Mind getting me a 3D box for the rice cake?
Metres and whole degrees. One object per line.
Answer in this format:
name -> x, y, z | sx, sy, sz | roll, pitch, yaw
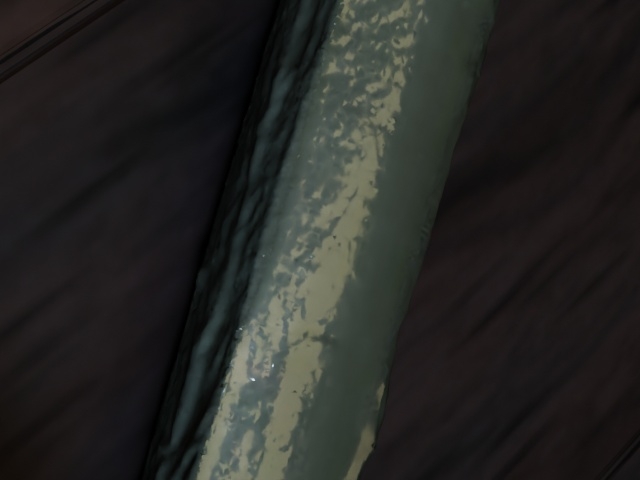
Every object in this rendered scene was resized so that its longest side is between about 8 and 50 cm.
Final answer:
rice cake -> 0.000, 0.000, 0.458 | 0.057, 0.052, 0.256 | 17, 84, -10
